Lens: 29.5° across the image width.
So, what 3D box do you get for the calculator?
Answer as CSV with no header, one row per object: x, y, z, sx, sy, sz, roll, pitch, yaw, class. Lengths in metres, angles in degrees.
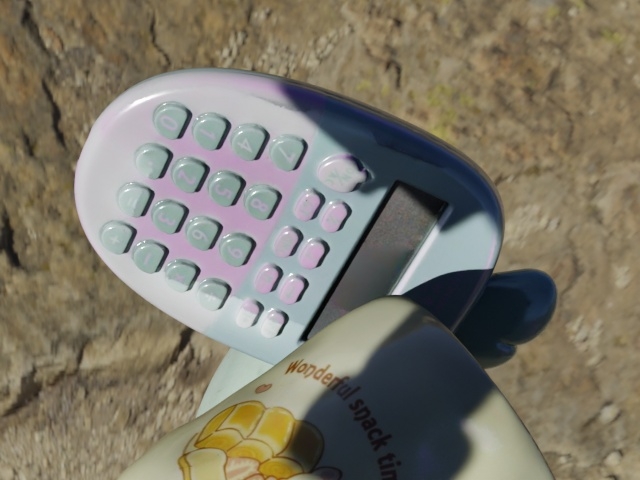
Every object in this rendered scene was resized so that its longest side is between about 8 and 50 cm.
0.000,0.000,0.727,0.298,0.185,0.041,21,31,-12,calculator

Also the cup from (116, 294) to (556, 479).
0.027,0.183,0.644,0.202,0.173,0.255,-34,85,-11,cup

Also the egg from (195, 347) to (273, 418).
-0.004,0.158,0.863,0.182,0.183,0.264,7,60,-8,egg
